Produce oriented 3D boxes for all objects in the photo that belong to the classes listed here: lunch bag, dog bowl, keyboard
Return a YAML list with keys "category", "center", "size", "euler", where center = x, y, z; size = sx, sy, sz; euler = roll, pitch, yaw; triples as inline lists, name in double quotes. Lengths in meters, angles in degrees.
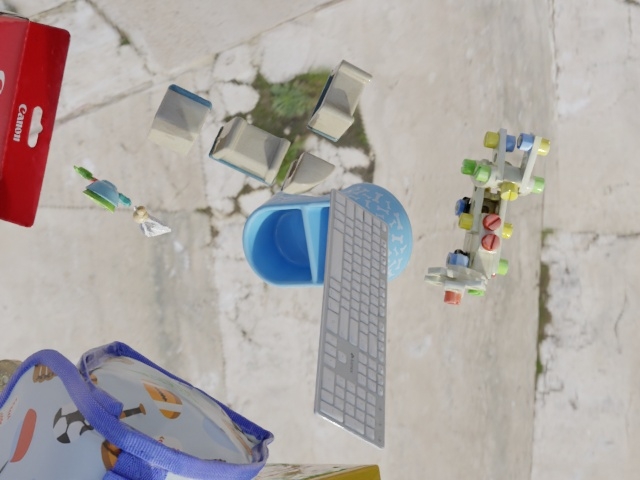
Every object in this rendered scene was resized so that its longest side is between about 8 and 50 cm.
- category: "lunch bag"
  center: [-0.209, 0.269, 0.902]
  size: [0.239, 0.385, 0.328]
  euler: [30, 88, -2]
- category: "dog bowl"
  center: [0.000, 0.000, 1.692]
  size: [0.297, 0.074, 0.166]
  euler: [-2, 101, 35]
- category: "keyboard"
  center: [0.029, 0.058, 0.908]
  size: [0.014, 0.256, 0.072]
  euler: [-33, 124, 31]

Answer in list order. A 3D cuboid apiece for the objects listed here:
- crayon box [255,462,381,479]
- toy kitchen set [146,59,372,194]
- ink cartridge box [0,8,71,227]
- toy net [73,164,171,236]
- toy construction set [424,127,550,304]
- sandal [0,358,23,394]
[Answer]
- category: "crayon box"
  center: [-0.062, 0.335, 1.318]
  size: [0.318, 0.202, 0.081]
  euler: [-14, 83, 51]
- category: "toy kitchen set"
  center: [-0.072, -0.158, 1.242]
  size: [0.207, 0.122, 0.166]
  euler: [25, 78, -11]
- category: "ink cartridge box"
  center: [-0.527, -0.186, 1.508]
  size: [0.272, 0.130, 0.309]
  euler: [14, 100, 9]
- category: "toy net"
  center: [-0.372, -0.060, 1.991]
  size: [0.122, 0.232, 0.045]
  euler: [25, 79, 37]
- category: "toy construction set"
  center: [0.292, -0.026, 1.862]
  size: [0.151, 0.215, 0.327]
  euler: [26, 78, -7]
- category: "sandal"
  center: [-0.449, 0.242, 1.288]
  size: [0.088, 0.079, 0.240]
  euler: [38, 96, 20]
